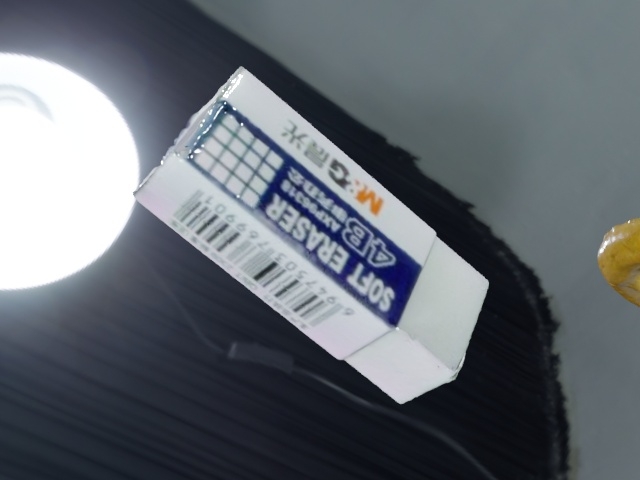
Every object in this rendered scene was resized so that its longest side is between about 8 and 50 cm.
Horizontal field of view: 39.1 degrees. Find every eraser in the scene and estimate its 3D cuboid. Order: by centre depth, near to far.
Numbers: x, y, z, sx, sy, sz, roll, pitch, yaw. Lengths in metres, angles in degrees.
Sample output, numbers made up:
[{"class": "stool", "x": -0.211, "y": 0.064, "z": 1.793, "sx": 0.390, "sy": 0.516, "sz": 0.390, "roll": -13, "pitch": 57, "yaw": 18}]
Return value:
[{"class": "eraser", "x": 0.000, "y": 0.000, "z": 0.742, "sx": 0.086, "sy": 0.287, "sz": 0.130, "roll": -37, "pitch": 18, "yaw": 45}]

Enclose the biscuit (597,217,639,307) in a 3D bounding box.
[{"class": "biscuit", "x": 0.344, "y": 0.046, "z": 0.702, "sx": 0.262, "sy": 0.262, "sz": 0.037, "roll": -12, "pitch": 55, "yaw": 67}]
